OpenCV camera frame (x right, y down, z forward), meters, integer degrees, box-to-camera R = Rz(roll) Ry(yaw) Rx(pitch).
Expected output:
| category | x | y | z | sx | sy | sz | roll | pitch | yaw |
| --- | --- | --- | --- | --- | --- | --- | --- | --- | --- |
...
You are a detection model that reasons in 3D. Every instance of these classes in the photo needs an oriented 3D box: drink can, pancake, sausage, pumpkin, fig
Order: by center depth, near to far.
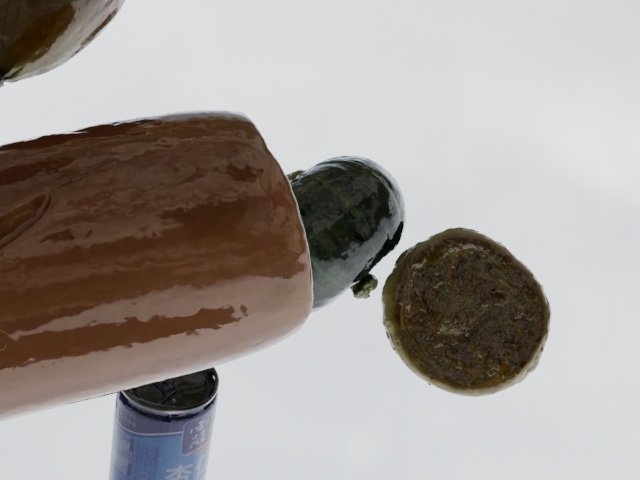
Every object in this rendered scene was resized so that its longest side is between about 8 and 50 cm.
| category | x | y | z | sx | sy | sz | roll | pitch | yaw |
| --- | --- | --- | --- | --- | --- | --- | --- | --- | --- |
| sausage | -0.161 | 0.023 | 0.633 | 0.304 | 0.121 | 0.121 | -13 | -146 | -9 |
| fig | -0.147 | -0.111 | 0.718 | 0.089 | 0.089 | 0.125 | 9 | -109 | 14 |
| pumpkin | -0.002 | -0.002 | 1.241 | 0.167 | 0.125 | 0.167 | -17 | -175 | 2 |
| pancake | 0.130 | 0.063 | 1.273 | 0.158 | 0.158 | 0.028 | -7 | 169 | -11 |
| drink can | -0.154 | 0.218 | 1.349 | 0.097 | 0.235 | 0.097 | 6 | -147 | -4 |
